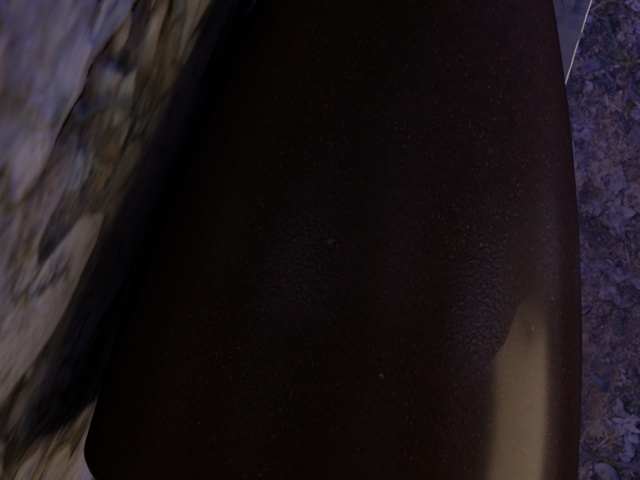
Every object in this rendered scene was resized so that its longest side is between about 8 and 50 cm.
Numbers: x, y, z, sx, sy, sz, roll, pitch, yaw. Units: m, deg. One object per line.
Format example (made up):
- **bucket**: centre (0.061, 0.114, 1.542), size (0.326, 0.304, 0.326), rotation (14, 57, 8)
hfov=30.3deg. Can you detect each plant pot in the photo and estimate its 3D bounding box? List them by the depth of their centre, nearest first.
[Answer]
- **plant pot**: centre (0.024, -0.007, 0.506), size (0.215, 0.215, 0.230), rotation (-49, 149, -80)

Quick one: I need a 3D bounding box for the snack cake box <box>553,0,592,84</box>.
- **snack cake box**: centre (0.158, -0.226, 1.017), size (0.089, 0.152, 0.264), rotation (-62, 168, -74)
